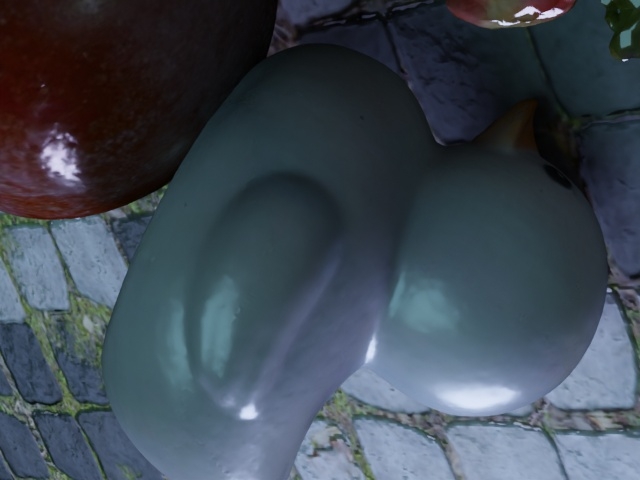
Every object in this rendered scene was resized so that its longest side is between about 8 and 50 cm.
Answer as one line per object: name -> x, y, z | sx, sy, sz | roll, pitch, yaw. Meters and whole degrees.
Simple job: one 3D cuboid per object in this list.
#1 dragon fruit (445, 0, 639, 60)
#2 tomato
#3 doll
dragon fruit -> 0.072, -0.200, 0.452 | 0.237, 0.231, 0.302 | 39, 180, 22
tomato -> -0.134, -0.149, 0.700 | 0.270, 0.227, 0.270 | 64, -178, -5
doll -> 0.023, 0.028, 0.689 | 0.221, 0.251, 0.221 | 32, 175, 3
